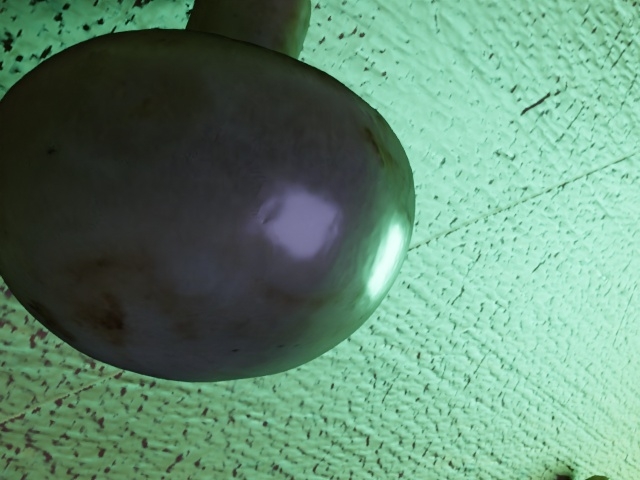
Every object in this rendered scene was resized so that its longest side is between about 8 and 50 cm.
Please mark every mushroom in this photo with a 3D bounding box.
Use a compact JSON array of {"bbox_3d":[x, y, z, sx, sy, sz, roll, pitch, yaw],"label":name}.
[{"bbox_3d":[-0.053,-0.045,0.793,0.207,0.207,0.215,67,30,-56],"label":"mushroom"}]

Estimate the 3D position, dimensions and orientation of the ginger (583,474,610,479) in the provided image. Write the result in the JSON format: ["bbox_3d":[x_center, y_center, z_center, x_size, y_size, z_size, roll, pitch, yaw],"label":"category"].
[{"bbox_3d":[0.246,0.365,1.655,0.267,0.138,0.152,-63,155,4],"label":"ginger"}]
